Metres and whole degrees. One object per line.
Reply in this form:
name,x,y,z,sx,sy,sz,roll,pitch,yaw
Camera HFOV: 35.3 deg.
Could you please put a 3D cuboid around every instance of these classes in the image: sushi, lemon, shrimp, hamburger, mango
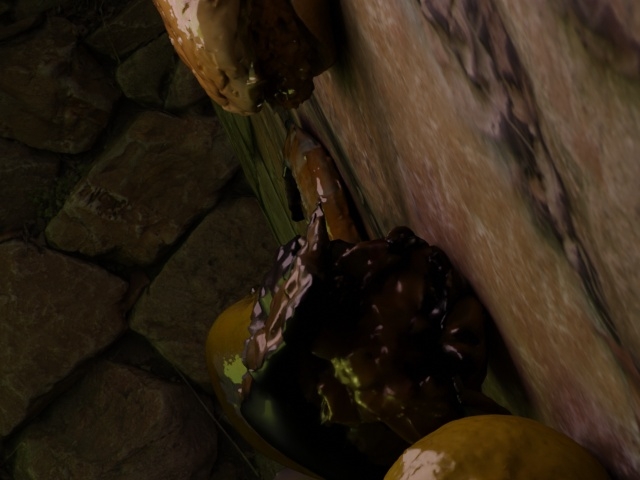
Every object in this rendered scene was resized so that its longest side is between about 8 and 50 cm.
sushi,0.043,0.094,0.840,0.200,0.204,0.213,119,164,-52
lemon,0.118,0.210,0.665,0.203,0.178,0.178,74,170,-50
shrimp,0.000,0.000,1.422,0.445,0.085,0.272,83,165,-63
hamburger,-0.092,-0.248,0.887,0.283,0.145,0.259,58,170,16
mango,0.014,0.189,1.228,0.365,0.182,0.252,35,133,30

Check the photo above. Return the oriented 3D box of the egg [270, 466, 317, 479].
egg,0.094,0.503,1.400,0.339,0.355,0.354,55,-178,-34
